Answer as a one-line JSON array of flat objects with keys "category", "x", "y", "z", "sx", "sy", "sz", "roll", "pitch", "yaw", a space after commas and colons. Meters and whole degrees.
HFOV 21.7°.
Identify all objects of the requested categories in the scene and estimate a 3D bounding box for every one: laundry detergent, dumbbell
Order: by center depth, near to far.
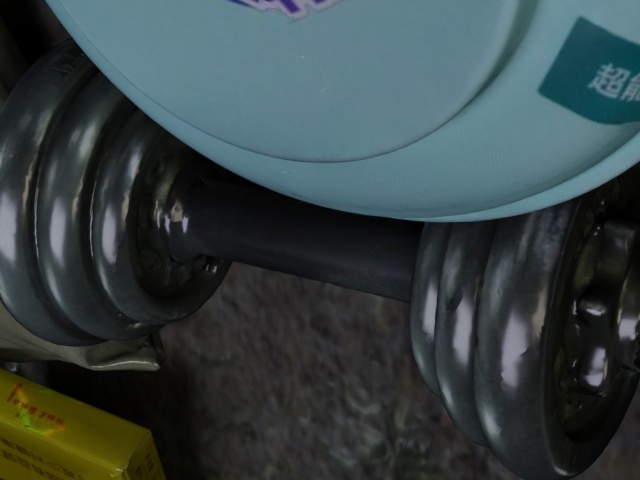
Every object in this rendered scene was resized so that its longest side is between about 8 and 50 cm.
[{"category": "laundry detergent", "x": 0.052, "y": -0.176, "z": 0.575, "sx": 0.287, "sy": 0.305, "sz": 0.287, "roll": 19, "pitch": 131, "yaw": 23}, {"category": "dumbbell", "x": 0.000, "y": 0.000, "z": 0.842, "sx": 0.406, "sy": 0.179, "sz": 0.179, "roll": 12, "pitch": 128, "yaw": 28}]

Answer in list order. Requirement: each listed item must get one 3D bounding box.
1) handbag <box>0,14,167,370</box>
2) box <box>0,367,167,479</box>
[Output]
[{"category": "handbag", "x": -0.253, "y": -0.046, "z": 1.039, "sx": 0.253, "sy": 0.109, "sz": 0.315, "roll": -1, "pitch": 127, "yaw": 41}, {"category": "box", "x": -0.165, "y": 0.191, "z": 1.160, "sx": 0.153, "sy": 0.041, "sz": 0.279, "roll": 19, "pitch": 147, "yaw": 21}]
